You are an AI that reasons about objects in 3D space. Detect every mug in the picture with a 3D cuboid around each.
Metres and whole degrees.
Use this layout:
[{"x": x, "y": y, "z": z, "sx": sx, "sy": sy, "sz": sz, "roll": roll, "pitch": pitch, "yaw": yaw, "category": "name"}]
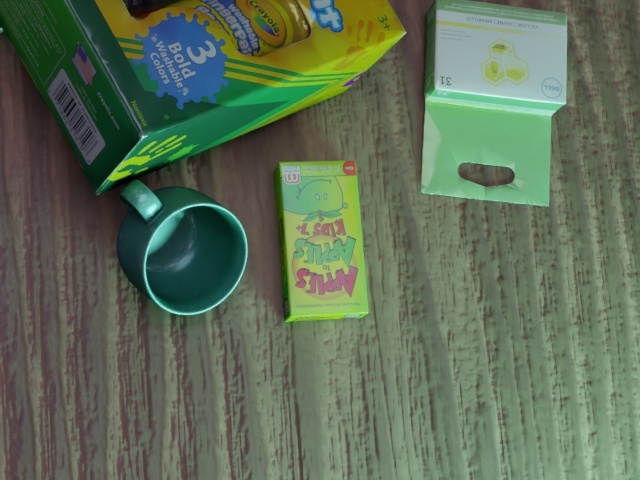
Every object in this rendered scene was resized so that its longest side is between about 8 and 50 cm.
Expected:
[{"x": -0.160, "y": -0.007, "z": 1.513, "sx": 0.129, "sy": 0.097, "sz": 0.157, "roll": -15, "pitch": 116, "yaw": -28, "category": "mug"}]

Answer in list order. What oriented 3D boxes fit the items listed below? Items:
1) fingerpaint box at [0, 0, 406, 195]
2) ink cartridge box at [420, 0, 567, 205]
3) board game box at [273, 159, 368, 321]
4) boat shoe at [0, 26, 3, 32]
[{"x": -0.178, "y": -0.330, "z": 1.512, "sx": 0.371, "sy": 0.163, "sz": 0.444, "roll": -26, "pitch": 83, "yaw": -34, "category": "fingerpaint box"}, {"x": 0.211, "y": -0.169, "z": 1.667, "sx": 0.171, "sy": 0.056, "sz": 0.235, "roll": 6, "pitch": 75, "yaw": -11, "category": "ink cartridge box"}, {"x": 0.000, "y": 0.000, "z": 1.593, "sx": 0.092, "sy": 0.043, "sz": 0.181, "roll": -2, "pitch": 79, "yaw": -12, "category": "board game box"}, {"x": -0.357, "y": -0.306, "z": 1.561, "sx": 0.114, "sy": 0.091, "sz": 0.302, "roll": 40, "pitch": 74, "yaw": 0, "category": "boat shoe"}]
